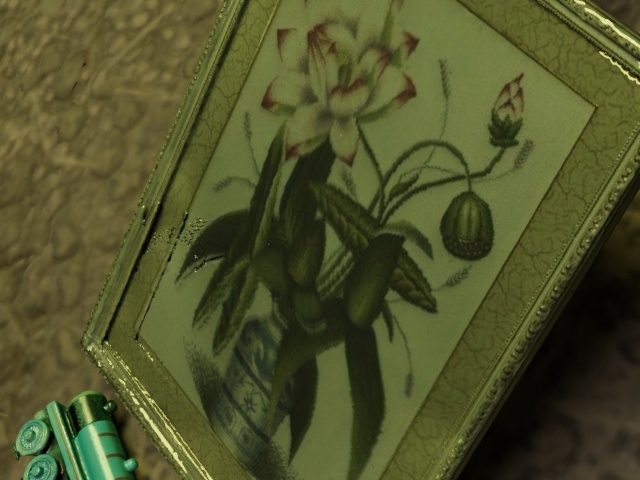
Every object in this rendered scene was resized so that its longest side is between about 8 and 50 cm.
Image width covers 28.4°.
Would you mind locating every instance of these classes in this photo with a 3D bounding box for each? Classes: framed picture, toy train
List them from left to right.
[{"bbox_3d":[-0.086,0.097,0.478,0.045,0.029,0.092,-33,54,6],"label":"toy train"},{"bbox_3d":[0.000,0.000,0.410,0.173,0.010,0.231,45,122,33],"label":"framed picture"}]
